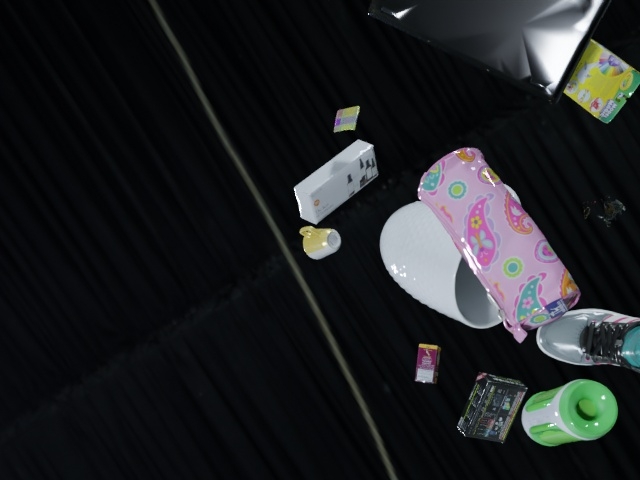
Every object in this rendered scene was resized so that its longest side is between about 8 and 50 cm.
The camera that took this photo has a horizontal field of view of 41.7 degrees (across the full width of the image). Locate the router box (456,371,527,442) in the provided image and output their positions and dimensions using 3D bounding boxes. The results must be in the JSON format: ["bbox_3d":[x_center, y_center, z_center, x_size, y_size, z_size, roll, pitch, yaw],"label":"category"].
[{"bbox_3d":[0.322,0.314,1.583,0.122,0.092,0.038,-70,23,13],"label":"router box"}]

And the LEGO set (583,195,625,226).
[{"bbox_3d":[0.510,-0.056,1.501,0.023,0.054,0.083,-5,22,-38],"label":"LEGO set"}]

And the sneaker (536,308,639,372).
[{"bbox_3d":[0.530,0.182,1.469,0.296,0.123,0.178,2,-6,14],"label":"sneaker"}]

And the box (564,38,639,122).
[{"bbox_3d":[0.500,-0.291,1.521,0.105,0.043,0.179,-56,39,22],"label":"box"}]

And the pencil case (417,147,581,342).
[{"bbox_3d":[0.254,0.003,1.217,0.124,0.284,0.124,-27,-20,-10],"label":"pencil case"}]

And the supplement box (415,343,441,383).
[{"bbox_3d":[0.240,0.275,1.876,0.043,0.083,0.055,5,-9,18],"label":"supplement box"}]

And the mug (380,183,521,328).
[{"bbox_3d":[0.343,-0.001,2.089,0.374,0.276,0.328,-49,37,-13],"label":"mug"}]

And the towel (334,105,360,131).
[{"bbox_3d":[0.066,-0.300,2.084,0.060,0.009,0.083,-7,49,22],"label":"towel"}]

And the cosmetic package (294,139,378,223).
[{"bbox_3d":[0.044,-0.149,2.124,0.060,0.099,0.239,25,53,40],"label":"cosmetic package"}]

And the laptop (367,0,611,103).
[{"bbox_3d":[0.359,-0.515,1.483,0.236,0.382,0.408,-28,-35,-60],"label":"laptop"}]

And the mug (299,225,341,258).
[{"bbox_3d":[0.002,0.003,1.673,0.078,0.062,0.064,0,-7,-35],"label":"mug"}]

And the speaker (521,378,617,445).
[{"bbox_3d":[0.530,0.375,1.816,0.131,0.131,0.296,-32,-12,-13],"label":"speaker"}]
